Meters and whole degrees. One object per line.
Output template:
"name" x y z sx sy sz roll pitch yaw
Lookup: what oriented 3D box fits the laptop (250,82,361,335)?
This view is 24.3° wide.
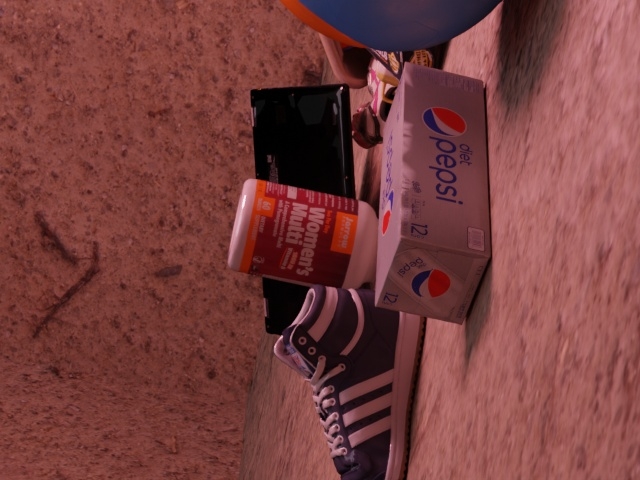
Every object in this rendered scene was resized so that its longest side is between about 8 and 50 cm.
"laptop" 0.028 -0.053 2.307 0.408 0.236 0.382 6 102 57

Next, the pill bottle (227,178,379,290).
"pill bottle" 0.000 0.000 1.882 0.121 0.221 0.121 -169 90 -85

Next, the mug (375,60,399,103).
"mug" 0.110 -0.233 2.062 0.062 0.064 0.078 131 150 -78

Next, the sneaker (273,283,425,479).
"sneaker" 0.019 0.182 1.630 0.099 0.153 0.282 137 145 -67

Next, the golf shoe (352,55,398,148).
"golf shoe" 0.107 -0.217 2.149 0.086 0.067 0.186 -17 48 45

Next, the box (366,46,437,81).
"box" 0.089 -0.324 1.961 0.220 0.051 0.175 -125 25 -60

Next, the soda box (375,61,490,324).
"soda box" 0.112 -0.053 1.492 0.286 0.091 0.098 -85 9 -49

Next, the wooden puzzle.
"wooden puzzle" 0.019 -0.426 2.269 0.348 0.080 0.322 64 -164 -14

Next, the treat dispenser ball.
"treat dispenser ball" 0.070 -0.330 1.460 0.288 0.288 0.288 -169 90 -85
